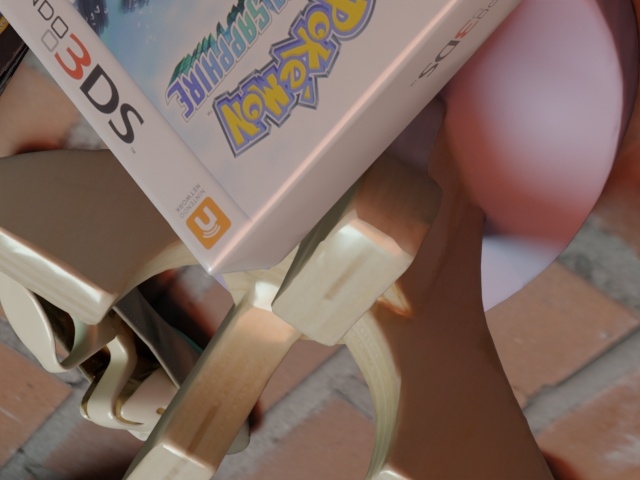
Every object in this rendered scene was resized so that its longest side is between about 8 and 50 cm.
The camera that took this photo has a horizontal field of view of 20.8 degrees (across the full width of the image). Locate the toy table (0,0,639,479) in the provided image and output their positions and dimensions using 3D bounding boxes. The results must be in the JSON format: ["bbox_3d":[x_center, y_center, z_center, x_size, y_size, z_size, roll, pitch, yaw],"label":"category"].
[{"bbox_3d":[0.000,0.000,0.681,0.252,0.161,0.274,25,142,4],"label":"toy table"}]

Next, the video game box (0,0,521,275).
[{"bbox_3d":[-0.018,-0.124,0.519,0.187,0.048,0.205,49,115,14],"label":"video game box"}]

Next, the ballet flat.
[{"bbox_3d":[-0.109,0.054,0.875,0.072,0.068,0.213,-6,130,35],"label":"ballet flat"}]

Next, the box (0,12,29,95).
[{"bbox_3d":[-0.240,-0.100,0.737,0.216,0.060,0.270,35,156,-9],"label":"box"}]
